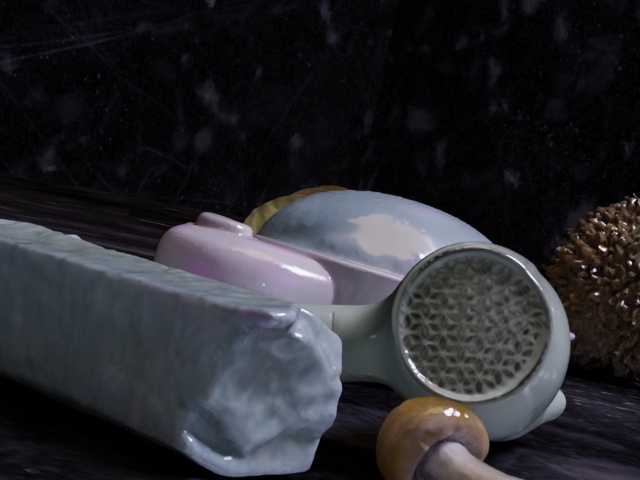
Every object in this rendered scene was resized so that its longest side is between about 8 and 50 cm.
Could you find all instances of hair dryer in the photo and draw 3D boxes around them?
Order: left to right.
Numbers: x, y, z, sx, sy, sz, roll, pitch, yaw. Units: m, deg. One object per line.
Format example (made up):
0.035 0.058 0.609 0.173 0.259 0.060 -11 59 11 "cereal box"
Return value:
-0.010 0.054 0.674 0.237 0.075 0.206 1 -14 8 "hair dryer"

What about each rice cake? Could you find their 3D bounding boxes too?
-0.075 0.036 0.577 0.206 0.063 0.069 15 0 42 "rice cake"

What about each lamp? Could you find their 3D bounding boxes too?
0.019 0.023 0.908 0.246 0.108 0.179 10 -2 -28 "lamp"

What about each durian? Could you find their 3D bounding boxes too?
0.270 0.041 1.229 0.196 0.167 0.196 14 -15 4 "durian"

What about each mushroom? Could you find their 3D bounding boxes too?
0.149 0.104 0.476 0.306 0.043 0.068 15 23 28 "mushroom"

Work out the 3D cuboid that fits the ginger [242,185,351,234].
0.000 0.000 1.413 0.116 0.109 0.263 40 7 8 "ginger"
